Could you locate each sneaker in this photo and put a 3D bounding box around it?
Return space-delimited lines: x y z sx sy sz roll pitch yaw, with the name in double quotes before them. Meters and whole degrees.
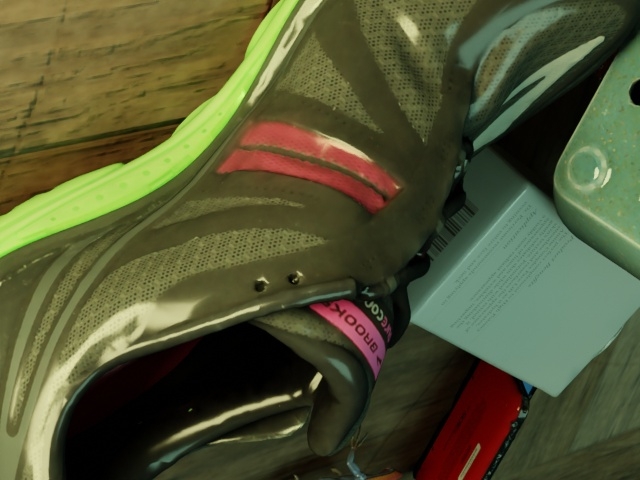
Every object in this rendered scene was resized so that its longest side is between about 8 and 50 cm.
"sneaker" 0.000 0.000 0.967 0.483 0.202 0.185 -40 146 -5

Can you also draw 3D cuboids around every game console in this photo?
"game console" 0.137 0.144 1.368 0.085 0.124 0.144 14 120 -21

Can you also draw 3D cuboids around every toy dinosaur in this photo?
"toy dinosaur" 0.019 0.180 1.304 0.082 0.090 0.047 4 149 -8

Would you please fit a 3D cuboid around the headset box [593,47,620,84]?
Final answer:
"headset box" 0.203 -0.134 1.175 0.062 0.032 0.083 5 122 -47

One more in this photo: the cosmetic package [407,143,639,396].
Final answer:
"cosmetic package" 0.123 0.015 1.214 0.117 0.085 0.231 -48 147 8

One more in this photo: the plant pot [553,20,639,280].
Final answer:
"plant pot" 0.281 -0.044 1.065 0.252 0.247 0.248 9 113 -50
